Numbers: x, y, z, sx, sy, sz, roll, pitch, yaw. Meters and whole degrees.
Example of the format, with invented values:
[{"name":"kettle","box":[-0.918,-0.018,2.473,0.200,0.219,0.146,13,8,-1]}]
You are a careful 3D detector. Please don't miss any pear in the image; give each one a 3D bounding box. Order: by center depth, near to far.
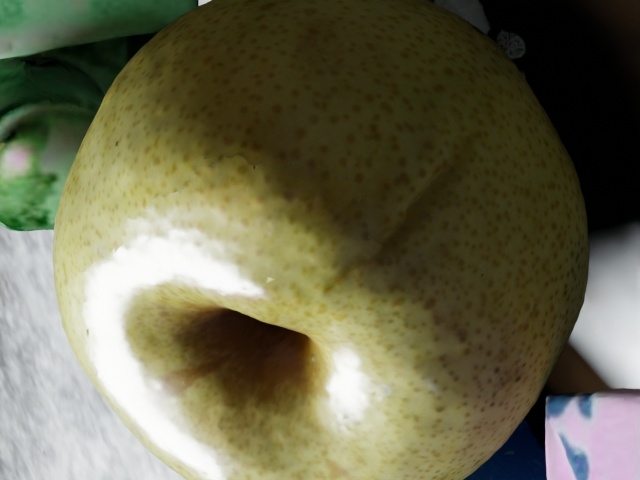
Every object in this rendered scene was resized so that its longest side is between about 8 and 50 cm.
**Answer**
[{"name":"pear","box":[0.000,0.000,0.564,0.167,0.136,0.167,16,129,21]}]

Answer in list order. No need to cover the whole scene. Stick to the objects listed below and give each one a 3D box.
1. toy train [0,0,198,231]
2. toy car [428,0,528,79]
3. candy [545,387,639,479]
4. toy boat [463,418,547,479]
[{"name":"toy train","box":[-0.124,-0.127,0.670,0.266,0.145,0.202,-119,23,-47]},{"name":"toy car","box":[0.035,-0.078,0.610,0.093,0.025,0.041,61,146,11]},{"name":"candy","box":[0.116,0.119,0.520,0.092,0.073,0.160,-16,75,55]},{"name":"toy boat","box":[0.039,0.155,0.710,0.210,0.070,0.292,26,134,51]}]
